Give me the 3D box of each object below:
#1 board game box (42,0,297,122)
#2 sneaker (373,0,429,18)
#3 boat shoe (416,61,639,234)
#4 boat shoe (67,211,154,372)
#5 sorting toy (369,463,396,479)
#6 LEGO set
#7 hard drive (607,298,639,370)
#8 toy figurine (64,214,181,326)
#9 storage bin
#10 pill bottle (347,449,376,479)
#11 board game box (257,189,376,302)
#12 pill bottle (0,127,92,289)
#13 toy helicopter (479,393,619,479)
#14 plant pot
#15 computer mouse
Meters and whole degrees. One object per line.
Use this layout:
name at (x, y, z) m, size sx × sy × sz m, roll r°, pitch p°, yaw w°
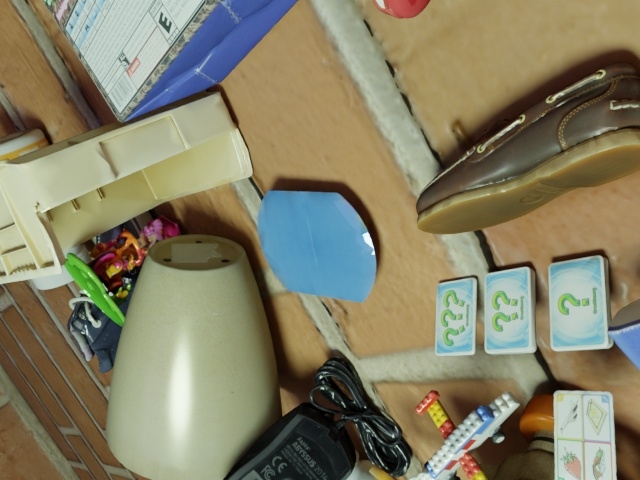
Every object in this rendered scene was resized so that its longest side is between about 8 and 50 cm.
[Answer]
board game box at (-0.171, -0.301, 0.544) m, size 0.232 × 0.141 × 0.291 m, roll -23°, pitch 101°, yaw 50°
sneaker at (0.116, -0.220, 0.364) m, size 0.128 × 0.087 × 0.221 m, roll 40°, pitch 141°, yaw 18°
boat shoe at (0.156, -0.062, 0.462) m, size 0.207 × 0.073 × 0.073 m, roll -24°, pitch 62°, yaw 47°
boat shoe at (-0.352, 0.079, 0.995) m, size 0.127 × 0.158 × 0.341 m, roll 25°, pitch 134°, yaw 31°
sorting toy at (0.163, 0.328, 0.553) m, size 0.196 × 0.047 × 0.347 m, roll 51°, pitch 160°, yaw -26°
LEGO set at (0.151, 0.139, 0.502) m, size 0.182 × 0.060 × 0.244 m, roll -16°, pitch 62°, yaw 50°
hard drive at (0.365, 0.139, 0.349) m, size 0.319 × 0.040 × 0.210 m, roll 50°, pitch 144°, yaw 3°
toy figurine at (-0.275, 0.019, 0.867) m, size 0.130 × 0.159 × 0.173 m, roll 40°, pitch 154°, yaw 12°
storage bin at (-0.260, -0.067, 0.714) m, size 0.260 × 0.262 × 0.123 m, roll -7°, pitch 110°, yaw 48°
pill bottle at (0.065, 0.389, 0.853) m, size 0.184 × 0.103 × 0.103 m, roll 56°, pitch 141°, yaw -3°
board game box at (0.000, 0.000, 0.687) m, size 0.168 × 0.033 × 0.133 m, roll 5°, pitch 116°, yaw 37°
pill bottle at (-0.526, -0.053, 1.076) m, size 0.152 × 0.152 × 0.272 m, roll 6°, pitch 122°, yaw 43°
toy helicopter at (0.257, 0.326, 0.626) m, size 0.235 × 0.140 × 0.355 m, roll 31°, pitch 148°, yaw 12°
plant pot at (-0.175, 0.140, 0.824) m, size 0.256 × 0.256 × 0.274 m, roll 20°, pitch 117°, yaw 34°
computer mouse at (-0.029, 0.303, 0.773) m, size 0.188 × 0.272 × 0.072 m, roll 54°, pitch 161°, yaw -4°
